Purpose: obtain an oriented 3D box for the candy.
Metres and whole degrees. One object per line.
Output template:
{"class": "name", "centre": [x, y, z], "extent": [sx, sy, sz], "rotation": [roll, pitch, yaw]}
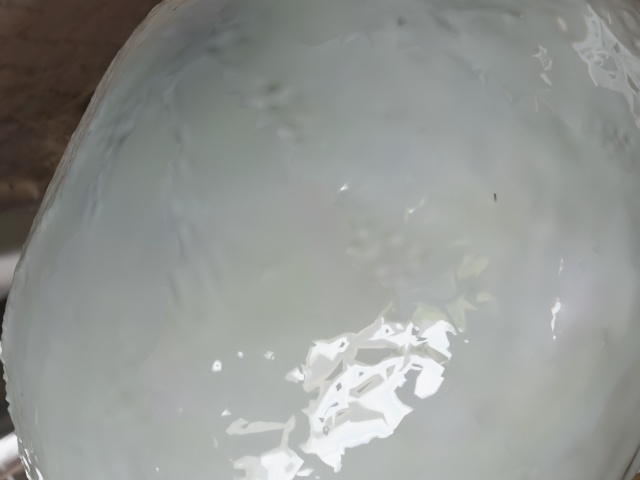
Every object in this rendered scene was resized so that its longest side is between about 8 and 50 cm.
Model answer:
{"class": "candy", "centre": [0.000, 0.000, 0.411], "extent": [0.295, 0.295, 0.185], "rotation": [-36, 134, 6]}
